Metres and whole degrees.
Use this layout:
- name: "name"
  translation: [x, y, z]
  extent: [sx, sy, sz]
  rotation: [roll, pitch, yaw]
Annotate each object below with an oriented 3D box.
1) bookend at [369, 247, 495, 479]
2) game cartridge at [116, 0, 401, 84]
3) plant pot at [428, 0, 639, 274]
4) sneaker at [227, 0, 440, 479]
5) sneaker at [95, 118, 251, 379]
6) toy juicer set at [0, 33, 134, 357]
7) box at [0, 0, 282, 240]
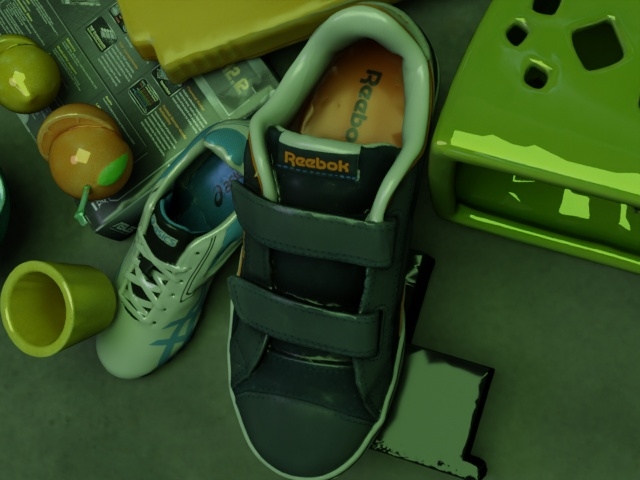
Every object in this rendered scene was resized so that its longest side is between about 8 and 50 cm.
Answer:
- name: "bookend"
  translation: [0.061, 0.072, 0.848]
  extent: [0.156, 0.072, 0.157]
  rotation: [15, 87, 14]
- name: "game cartridge"
  translation: [-0.020, -0.294, 0.887]
  extent: [0.324, 0.052, 0.285]
  rotation: [-20, 77, 3]
- name: "plant pot"
  translation: [0.203, -0.099, 0.751]
  extent: [0.227, 0.228, 0.207]
  rotation: [15, 82, 8]
- name: "sneaker"
  translation: [0.000, 0.000, 0.770]
  extent: [0.126, 0.127, 0.321]
  rotation: [9, 87, 12]
- name: "sneaker"
  translation: [-0.110, 0.008, 0.872]
  extent: [0.085, 0.086, 0.237]
  rotation: [43, 115, 21]
- name: "toy juicer set"
  translation: [-0.282, -0.062, 0.893]
  extent: [0.329, 0.089, 0.209]
  rotation: [22, 105, 27]
- name: "box"
  translation: [-0.156, -0.145, 0.932]
  extent: [0.183, 0.056, 0.231]
  rotation: [-37, 77, 6]
